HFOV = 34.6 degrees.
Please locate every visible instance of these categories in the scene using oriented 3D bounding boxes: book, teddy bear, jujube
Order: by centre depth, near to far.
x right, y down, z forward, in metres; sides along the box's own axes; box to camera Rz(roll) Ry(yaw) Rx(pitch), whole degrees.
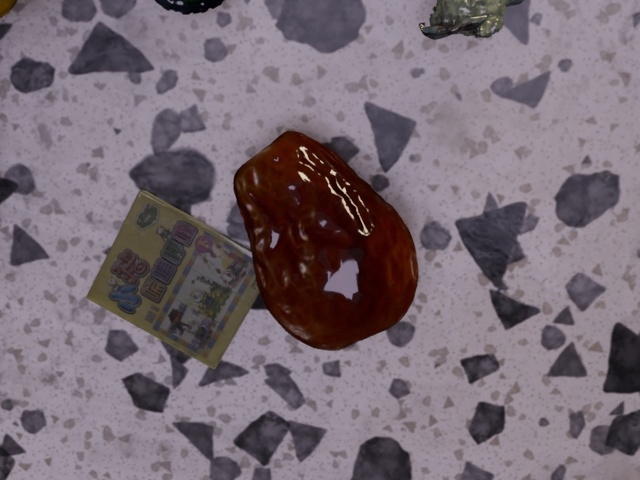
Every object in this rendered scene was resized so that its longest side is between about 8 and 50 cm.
[{"bbox_3d":[0.180,-0.291,1.116,0.133,0.111,0.213,12,74,33],"label":"teddy bear"},{"bbox_3d":[0.000,0.000,1.192,0.190,0.190,0.255,-33,94,13],"label":"jujube"},{"bbox_3d":[-0.179,0.052,1.302,0.192,0.013,0.168,29,107,-3],"label":"book"}]

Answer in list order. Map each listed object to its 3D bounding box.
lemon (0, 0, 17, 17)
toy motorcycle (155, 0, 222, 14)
[{"bbox_3d":[-0.389,-0.301,1.025,0.188,0.257,0.188,-2,73,5],"label":"lemon"},{"bbox_3d":[-0.213,-0.437,1.076,0.237,0.169,0.410,-6,115,-2],"label":"toy motorcycle"}]
